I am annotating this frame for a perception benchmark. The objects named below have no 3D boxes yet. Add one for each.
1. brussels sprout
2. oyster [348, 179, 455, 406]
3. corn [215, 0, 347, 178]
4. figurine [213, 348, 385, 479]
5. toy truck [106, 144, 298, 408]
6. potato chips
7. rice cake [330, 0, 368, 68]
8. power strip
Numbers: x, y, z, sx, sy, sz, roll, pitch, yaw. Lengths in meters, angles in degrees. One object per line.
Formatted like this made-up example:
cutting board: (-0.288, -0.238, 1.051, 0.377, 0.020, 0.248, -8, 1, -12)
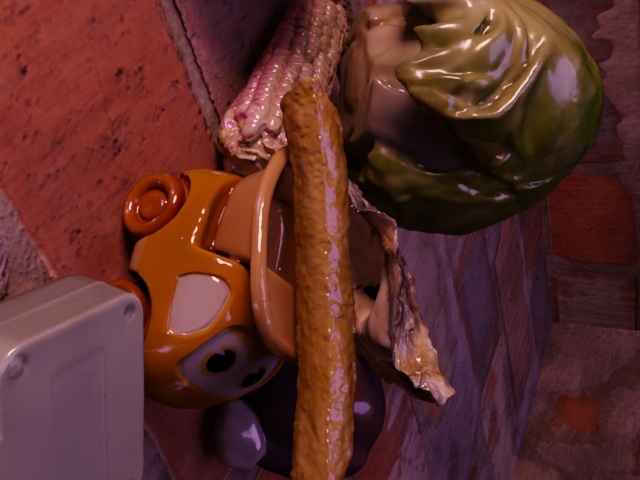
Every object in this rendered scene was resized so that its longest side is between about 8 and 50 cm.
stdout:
brussels sprout: (0.213, -0.195, 1.083, 0.425, 0.360, 0.343, 123, -33, -60)
oyster: (0.066, 0.053, 0.930, 0.100, 0.275, 0.271, -25, 119, -18)
corn: (-0.038, -0.211, 1.005, 0.127, 0.126, 0.335, 63, 37, -44)
figurine: (-0.008, 0.217, 1.094, 0.218, 0.206, 0.365, -64, 177, 3)
toy truck: (-0.103, 0.041, 0.810, 0.204, 0.211, 0.288, 43, 52, -54)
potato chips: (-0.001, 0.051, 0.715, 0.080, 0.057, 0.407, 11, 76, -57)
rice cake: (0.029, -0.420, 1.119, 0.399, 0.064, 0.070, 74, 25, -46)
power strip: (-0.244, 0.176, 0.604, 0.261, 0.141, 0.230, -28, 128, -57)
